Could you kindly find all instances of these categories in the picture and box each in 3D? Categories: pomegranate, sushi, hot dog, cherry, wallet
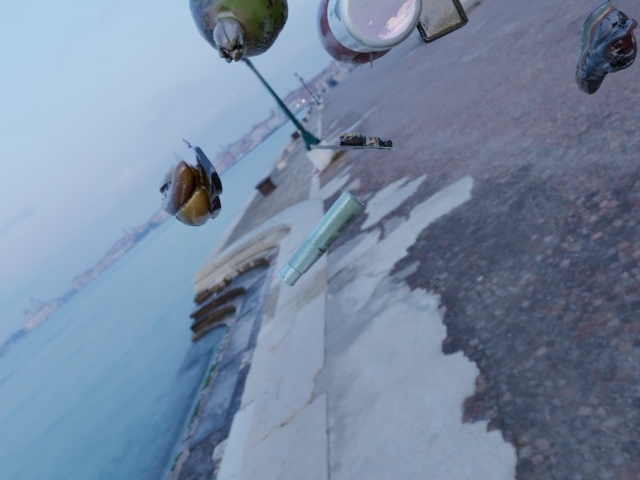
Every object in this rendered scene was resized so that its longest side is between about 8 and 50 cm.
[{"bbox_3d":[-0.231,-0.614,1.537,0.285,0.285,0.340,-30,41,39],"label":"pomegranate"},{"bbox_3d":[0.109,-0.293,1.638,0.280,0.043,0.192,2,6,0],"label":"sushi"},{"bbox_3d":[-0.330,-0.123,1.329,0.107,0.194,0.326,-28,-13,-20],"label":"hot dog"},{"bbox_3d":[0.109,-0.616,1.594,0.236,0.285,0.213,3,-28,-46],"label":"cherry"},{"bbox_3d":[0.240,-0.552,1.237,0.110,0.197,0.031,-25,3,6],"label":"wallet"}]

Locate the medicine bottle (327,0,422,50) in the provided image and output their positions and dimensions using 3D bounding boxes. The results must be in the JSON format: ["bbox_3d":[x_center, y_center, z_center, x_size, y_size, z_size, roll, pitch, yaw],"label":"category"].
[{"bbox_3d":[0.103,-0.496,1.198,0.170,0.170,0.293,-38,17,7],"label":"medicine bottle"}]

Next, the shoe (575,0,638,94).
[{"bbox_3d":[0.774,-0.502,1.483,0.114,0.137,0.291,-42,-31,-7],"label":"shoe"}]

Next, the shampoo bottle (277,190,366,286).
[{"bbox_3d":[0.000,0.000,0.955,0.190,0.041,0.069,-49,-20,9],"label":"shampoo bottle"}]
